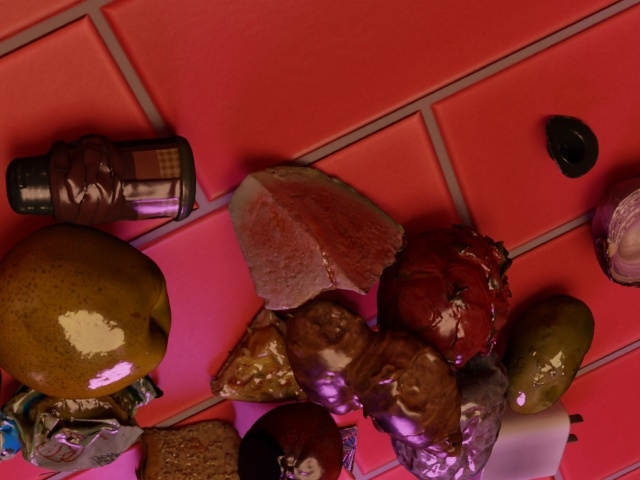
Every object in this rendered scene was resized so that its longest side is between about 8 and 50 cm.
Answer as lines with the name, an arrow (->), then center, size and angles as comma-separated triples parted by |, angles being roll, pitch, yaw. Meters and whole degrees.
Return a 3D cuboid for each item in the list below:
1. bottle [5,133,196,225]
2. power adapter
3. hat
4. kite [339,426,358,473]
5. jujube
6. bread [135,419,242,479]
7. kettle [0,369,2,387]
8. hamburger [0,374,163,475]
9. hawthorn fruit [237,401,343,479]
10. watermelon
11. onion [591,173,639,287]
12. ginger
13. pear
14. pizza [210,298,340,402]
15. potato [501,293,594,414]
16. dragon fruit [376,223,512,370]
bottle -> -0.331, -0.092, 1.567 | 0.271, 0.143, 0.156 | -4, 164, -20
power adapter -> 0.432, 0.411, 2.200 | 0.255, 0.124, 0.187 | -7, 127, -16
hat -> 0.427, -0.163, 1.827 | 0.121, 0.050, 0.121 | 5, 79, -28
kite -> 0.020, 0.430, 2.139 | 0.159, 0.010, 0.190 | -43, 125, 15
jujube -> 0.243, 0.329, 2.016 | 0.226, 0.226, 0.317 | -5, 132, -16
bread -> -0.233, 0.540, 2.019 | 0.248, 0.315, 0.279 | -9, 151, -11
kettle -> -0.617, 0.305, 1.659 | 0.207, 0.271, 0.251 | 15, 117, -28
hamburger -> -0.418, 0.318, 1.817 | 0.260, 0.150, 0.276 | 28, 111, -34
hawthorn fruit -> -0.048, 0.389, 1.956 | 0.189, 0.251, 0.189 | 5, 108, 15
watermelon -> 0.000, 0.000, 1.706 | 0.193, 0.232, 0.310 | -15, 152, 33
onion -> 0.634, -0.039, 1.949 | 0.283, 0.120, 0.227 | -9, 125, -9
ginger -> 0.090, 0.246, 1.754 | 0.357, 0.152, 0.274 | 25, 144, 6
pear -> -0.379, 0.109, 1.608 | 0.294, 0.294, 0.294 | -9, 127, -13
pizza -> -0.037, 0.218, 1.923 | 0.323, 0.089, 0.223 | -5, 128, -17
potato -> 0.433, 0.220, 2.034 | 0.253, 0.148, 0.186 | -62, 157, 2
dragon fruit -> 0.214, 0.114, 1.834 | 0.244, 0.244, 0.299 | 16, 106, -28
